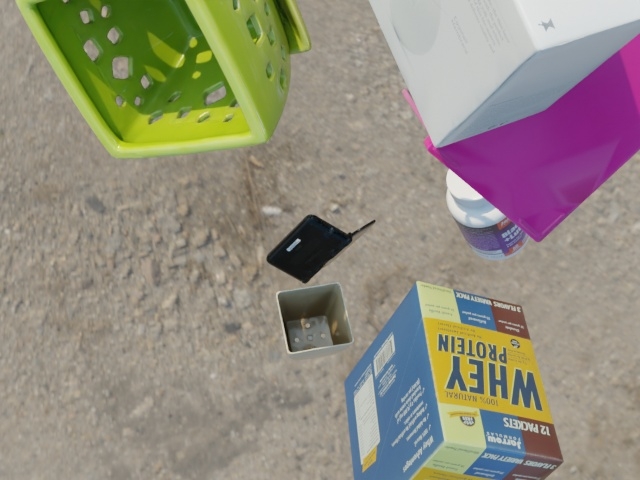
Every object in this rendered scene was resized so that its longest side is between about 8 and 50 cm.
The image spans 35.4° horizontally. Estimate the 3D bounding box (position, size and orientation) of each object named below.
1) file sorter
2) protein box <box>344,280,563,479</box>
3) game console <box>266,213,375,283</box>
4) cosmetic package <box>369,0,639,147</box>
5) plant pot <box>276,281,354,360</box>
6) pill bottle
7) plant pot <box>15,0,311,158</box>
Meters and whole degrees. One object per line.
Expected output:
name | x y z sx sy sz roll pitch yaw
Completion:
file sorter | 0.265 -0.192 1.160 0.202 0.182 0.291 36 108 -29
protein box | 0.132 0.192 1.084 0.135 0.201 0.200 13 133 -19
game console | 0.000 0.000 1.422 0.107 0.071 0.122 30 133 -18
cosmetic package | 0.152 -0.236 0.885 0.138 0.225 0.224 -20 82 -17
plant pot | -0.014 0.144 1.651 0.109 0.109 0.096 -8 155 -10
pill bottle | 0.254 -0.054 1.535 0.108 0.108 0.193 -39 147 1
plant pot | -0.151 -0.244 1.107 0.228 0.207 0.227 -1 132 31
